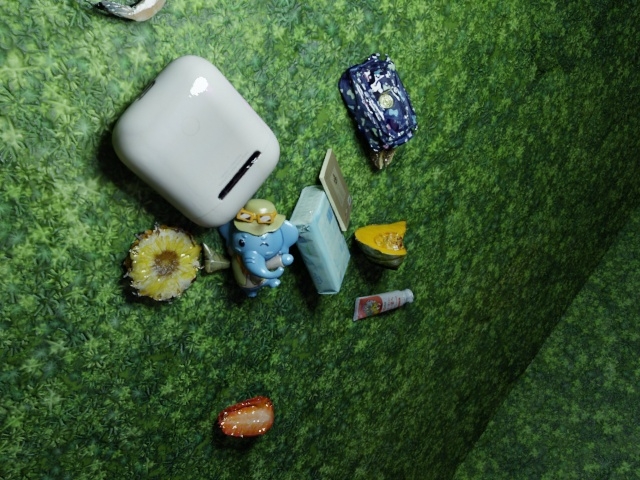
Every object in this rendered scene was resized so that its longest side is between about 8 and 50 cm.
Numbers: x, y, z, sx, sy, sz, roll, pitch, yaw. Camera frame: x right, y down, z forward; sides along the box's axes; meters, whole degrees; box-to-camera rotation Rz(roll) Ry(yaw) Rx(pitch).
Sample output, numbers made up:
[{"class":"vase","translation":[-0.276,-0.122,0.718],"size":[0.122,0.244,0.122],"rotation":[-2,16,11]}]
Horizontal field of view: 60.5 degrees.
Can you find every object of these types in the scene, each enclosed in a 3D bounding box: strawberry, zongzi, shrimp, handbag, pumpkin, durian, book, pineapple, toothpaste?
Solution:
[{"class":"strawberry","translation":[-0.228,0.525,1.643],"size":[0.188,0.082,0.121],"rotation":[8,84,-32]},{"class":"zongzi","translation":[-0.269,0.037,1.415],"size":[0.076,0.040,0.083],"rotation":[-12,99,-43]},{"class":"shrimp","translation":[-0.394,-0.518,1.048],"size":[0.219,0.046,0.152],"rotation":[35,83,-44]},{"class":"handbag","translation":[0.169,-0.379,1.509],"size":[0.162,0.113,0.260],"rotation":[-32,101,-27]},{"class":"pumpkin","translation":[0.179,0.012,1.729],"size":[0.278,0.163,0.111],"rotation":[-70,177,-63]},{"class":"durian","translation":[0.190,-0.281,1.613],"size":[0.071,0.110,0.140],"rotation":[38,81,-19]},{"class":"book","translation":[0.048,-0.142,1.553],"size":[0.138,0.016,0.198],"rotation":[-75,149,-45]},{"class":"pineapple","translation":[-0.381,0.049,1.318],"size":[0.221,0.047,0.221],"rotation":[-18,118,-37]},{"class":"toothpaste","translation":[0.212,0.213,1.885],"size":[0.234,0.057,0.089],"rotation":[-9,118,-28]}]

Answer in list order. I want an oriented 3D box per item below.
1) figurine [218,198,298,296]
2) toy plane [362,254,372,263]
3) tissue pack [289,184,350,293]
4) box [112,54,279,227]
[{"class":"figurine","translation":[-0.152,0.022,1.413],"size":[0.154,0.180,0.261],"rotation":[-36,123,-48]},{"class":"toy plane","translation":[0.178,0.055,1.794],"size":[0.121,0.031,0.049],"rotation":[10,97,-44]},{"class":"tissue pack","translation":[0.000,0.000,1.539],"size":[0.177,0.089,0.263],"rotation":[-70,149,-44]},{"class":"box","translation":[-0.264,-0.211,1.228],"size":[0.288,0.141,0.349],"rotation":[-53,133,-10]}]
